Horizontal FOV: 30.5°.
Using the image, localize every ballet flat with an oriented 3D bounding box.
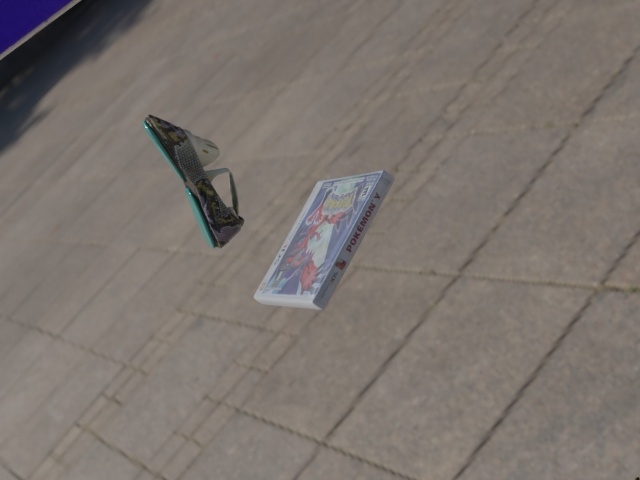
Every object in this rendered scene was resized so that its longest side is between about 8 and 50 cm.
[{"bbox_3d":[-0.083,-0.047,0.810,0.041,0.114,0.041,-18,34,12],"label":"ballet flat"}]

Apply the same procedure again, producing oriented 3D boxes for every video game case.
[{"bbox_3d":[0.000,0.000,1.458,0.183,0.023,0.201,-61,20,-13],"label":"video game case"}]

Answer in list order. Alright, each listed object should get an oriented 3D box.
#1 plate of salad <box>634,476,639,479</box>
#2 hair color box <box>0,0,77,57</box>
[{"bbox_3d":[0.174,0.215,0.913,0.200,0.200,0.048,-26,61,42],"label":"plate of salad"},{"bbox_3d":[-0.193,-0.179,0.718,0.339,0.110,0.185,-41,17,-10],"label":"hair color box"}]
